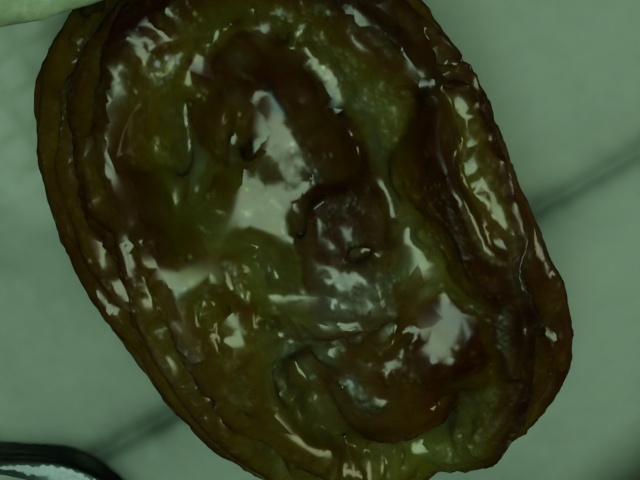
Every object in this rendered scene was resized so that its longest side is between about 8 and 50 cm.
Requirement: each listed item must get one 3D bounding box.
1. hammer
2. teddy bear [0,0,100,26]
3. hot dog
[{"bbox_3d":[-0.185,0.181,0.804,0.246,0.029,0.103,-36,102,6],"label":"hammer"},{"bbox_3d":[-0.114,-0.246,0.575,0.375,0.327,0.362,-11,100,-21],"label":"teddy bear"},{"bbox_3d":[-0.001,-0.001,0.728,0.175,0.114,0.259,-31,101,5],"label":"hot dog"}]
